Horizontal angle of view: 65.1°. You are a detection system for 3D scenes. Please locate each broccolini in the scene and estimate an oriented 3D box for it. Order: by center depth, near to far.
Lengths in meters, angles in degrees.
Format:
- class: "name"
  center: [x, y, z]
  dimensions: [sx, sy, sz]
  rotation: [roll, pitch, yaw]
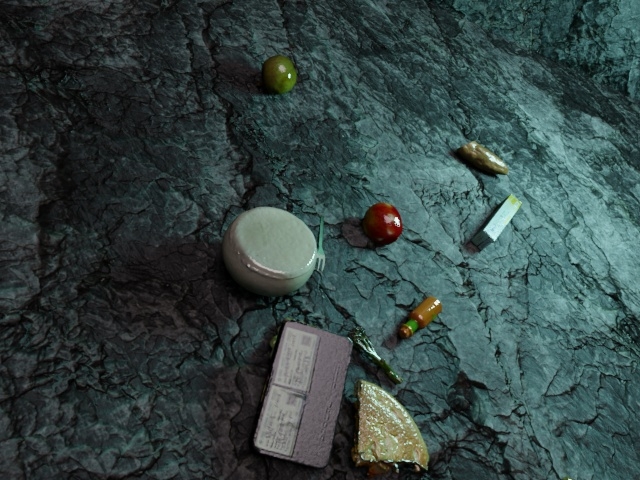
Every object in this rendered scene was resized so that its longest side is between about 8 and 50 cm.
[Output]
- class: "broccolini"
  center: [0.167, 0.347, 1.518]
  dimensions: [0.216, 0.058, 0.067]
  rotation: [43, 86, 0]

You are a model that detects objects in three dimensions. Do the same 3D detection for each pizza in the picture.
- class: "pizza"
  center: [0.157, 0.531, 1.353]
  dimensions: [0.289, 0.081, 0.229]
  rotation: [47, 46, 12]

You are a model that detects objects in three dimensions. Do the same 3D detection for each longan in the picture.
- class: "longan"
  center: [-0.178, -0.658, 2.004]
  dimensions: [0.176, 0.145, 0.154]
  rotation: [-16, 29, 12]

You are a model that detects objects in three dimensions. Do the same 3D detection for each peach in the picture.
- class: "peach"
  center: [0.219, -0.060, 1.781]
  dimensions: [0.151, 0.151, 0.118]
  rotation: [22, 7, -9]

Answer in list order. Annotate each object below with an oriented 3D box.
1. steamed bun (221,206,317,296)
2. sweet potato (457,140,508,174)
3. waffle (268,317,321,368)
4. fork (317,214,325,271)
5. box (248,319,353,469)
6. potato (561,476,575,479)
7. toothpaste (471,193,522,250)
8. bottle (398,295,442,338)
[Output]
- class: "steamed bun"
  center: [-0.157, 0.045, 1.491]
  dimensions: [0.283, 0.177, 0.282]
  rotation: [13, 49, -15]
- class: "sweet potato"
  center: [0.724, -0.363, 2.216]
  dimensions: [0.252, 0.097, 0.097]
  rotation: [28, 51, -2]
- class: "waffle"
  center: [-0.040, 0.328, 1.426]
  dimensions: [0.224, 0.054, 0.204]
  rotation: [23, 51, -8]
- class: "fork"
  center: [0.001, -0.001, 1.694]
  dimensions: [0.039, 0.021, 0.235]
  rotation: [17, 53, -16]
- class: "box"
  center: [-0.046, 0.401, 1.326]
  dimensions: [0.211, 0.058, 0.350]
  rotation: [20, 66, -9]
- class: "potato"
  center: [0.736, 0.744, 1.486]
  dimensions: [0.051, 0.040, 0.083]
  rotation: [14, 55, 14]
- class: "toothpaste"
  center: [0.710, -0.079, 2.018]
  dimensions: [0.071, 0.089, 0.313]
  rotation: [46, 51, 4]
- class: "bottle"
  center: [0.319, 0.255, 1.629]
  dimensions: [0.187, 0.069, 0.069]
  rotation: [-33, 74, -35]
